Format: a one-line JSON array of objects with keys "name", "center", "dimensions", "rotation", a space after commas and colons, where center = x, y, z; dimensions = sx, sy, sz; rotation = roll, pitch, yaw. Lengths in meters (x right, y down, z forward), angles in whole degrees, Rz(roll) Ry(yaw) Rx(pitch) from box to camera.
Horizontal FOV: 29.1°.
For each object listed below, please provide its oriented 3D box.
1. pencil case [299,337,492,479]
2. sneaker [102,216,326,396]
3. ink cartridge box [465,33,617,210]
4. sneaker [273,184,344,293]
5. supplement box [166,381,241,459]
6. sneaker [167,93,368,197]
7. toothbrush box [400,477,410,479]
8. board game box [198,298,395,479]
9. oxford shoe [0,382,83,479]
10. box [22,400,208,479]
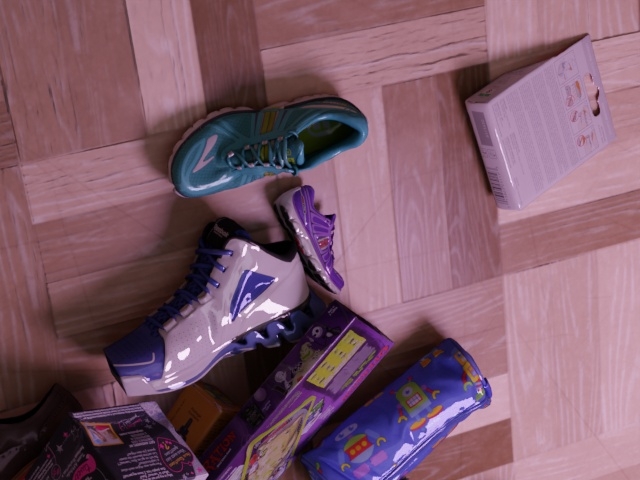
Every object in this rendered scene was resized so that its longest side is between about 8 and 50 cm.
[{"name": "pencil case", "center": [0.117, 0.279, 1.812], "dimensions": [0.306, 0.133, 0.119], "rotation": [-39, 139, -9]}, {"name": "sneaker", "center": [-0.151, 0.071, 1.652], "dimensions": [0.316, 0.127, 0.182], "rotation": [-20, 112, -22]}, {"name": "ink cartridge box", "center": [0.324, -0.174, 1.798], "dimensions": [0.225, 0.056, 0.181], "rotation": [-36, 119, -28]}, {"name": "sneaker", "center": [0.000, 0.000, 1.711], "dimensions": [0.071, 0.068, 0.169], "rotation": [-32, 117, -15]}, {"name": "supplement box", "center": [-0.201, 0.313, 1.723], "dimensions": [0.080, 0.078, 0.233], "rotation": [22, 102, -55]}, {"name": "sneaker", "center": [-0.067, -0.126, 1.612], "dimensions": [0.275, 0.110, 0.107], "rotation": [-21, 115, -13]}, {"name": "toothbrush box", "center": [0.041, 0.482, 1.817], "dimensions": [0.296, 0.216, 0.126], "rotation": [-10, 112, -17]}, {"name": "board game box", "center": [-0.047, 0.245, 1.727], "dimensions": [0.347, 0.056, 0.208], "rotation": [-49, 153, 0]}, {"name": "oxford shoe", "center": [-0.435, 0.292, 1.637], "dimensions": [0.271, 0.097, 0.098], "rotation": [-34, 101, -15]}, {"name": "box", "center": [-0.290, 0.349, 1.610], "dimensions": [0.163, 0.142, 0.247], "rotation": [1, 132, -53]}]
